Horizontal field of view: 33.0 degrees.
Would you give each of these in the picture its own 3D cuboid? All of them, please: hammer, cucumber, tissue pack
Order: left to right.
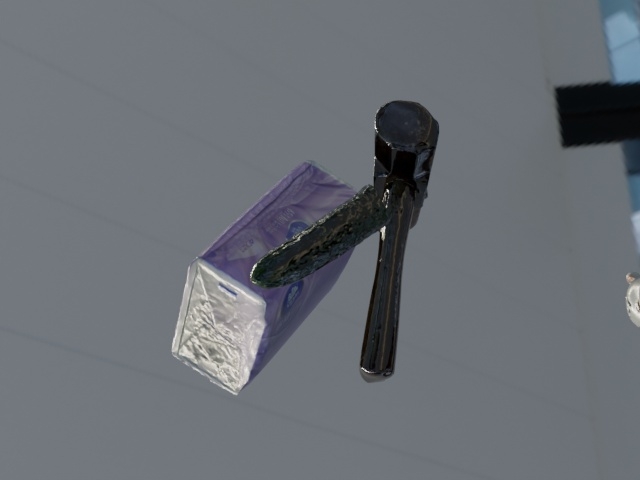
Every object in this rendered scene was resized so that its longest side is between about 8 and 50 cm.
[{"bbox_3d":[-0.076,0.054,1.778,0.160,0.242,0.338,32,-136,12],"label":"tissue pack"},{"bbox_3d":[0.000,0.000,1.294,0.214,0.058,0.052,-33,-39,-34],"label":"cucumber"},{"bbox_3d":[0.106,0.022,1.542,0.242,0.095,0.409,92,-175,-57],"label":"hammer"}]

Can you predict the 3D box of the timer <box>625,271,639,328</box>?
[{"bbox_3d":[0.602,0.109,1.590,0.290,0.315,0.291,-15,-71,-48],"label":"timer"}]
